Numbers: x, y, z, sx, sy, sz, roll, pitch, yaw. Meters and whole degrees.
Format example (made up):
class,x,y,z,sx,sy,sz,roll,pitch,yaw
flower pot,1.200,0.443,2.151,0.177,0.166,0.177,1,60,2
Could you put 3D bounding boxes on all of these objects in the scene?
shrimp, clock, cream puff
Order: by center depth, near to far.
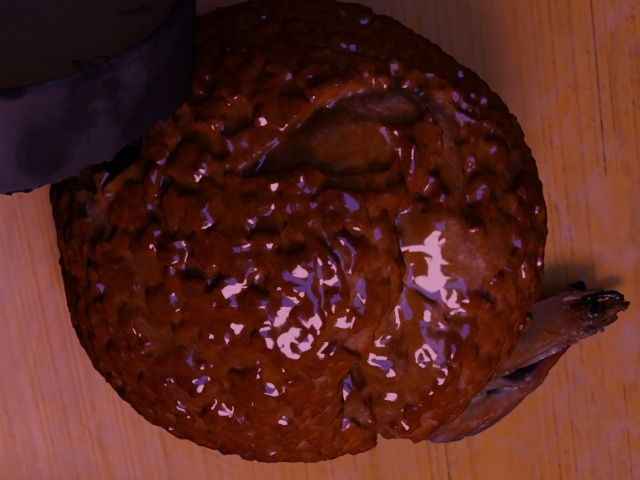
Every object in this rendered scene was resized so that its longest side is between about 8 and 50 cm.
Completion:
class,x,y,z,sx,sy,sz,roll,pitch,yaw
clock,-0.195,-0.128,0.696,0.280,0.280,0.055,-4,132,-19
cream puff,0.000,0.000,0.835,0.303,0.212,0.303,-6,103,-24
shrimp,0.139,0.082,1.001,0.190,0.042,0.101,-28,131,-12
